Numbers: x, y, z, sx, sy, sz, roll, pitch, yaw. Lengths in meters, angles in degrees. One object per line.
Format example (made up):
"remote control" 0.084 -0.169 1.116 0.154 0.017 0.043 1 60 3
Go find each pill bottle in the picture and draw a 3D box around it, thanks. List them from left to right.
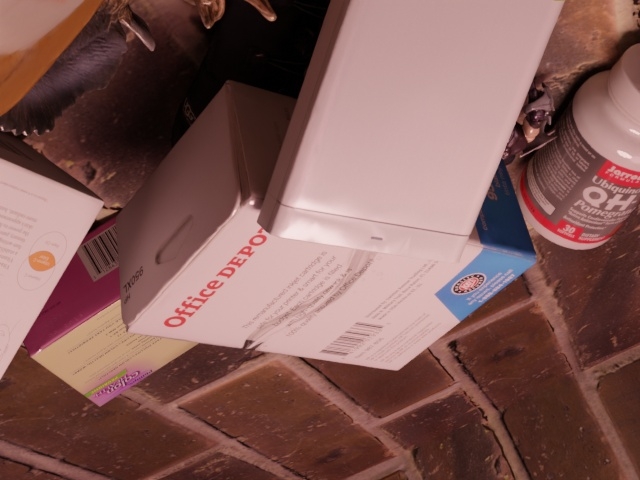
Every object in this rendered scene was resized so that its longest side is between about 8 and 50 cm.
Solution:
"pill bottle" 0.429 -0.139 1.689 0.176 0.176 0.318 -10 151 -24

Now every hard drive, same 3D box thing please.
"hard drive" 0.099 -0.155 1.102 0.233 0.047 0.353 9 110 -32

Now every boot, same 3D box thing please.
"boot" 0.055 -0.249 1.263 0.367 0.146 0.445 -8 146 -30

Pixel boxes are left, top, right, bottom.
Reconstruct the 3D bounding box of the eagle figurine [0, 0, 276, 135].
"eagle figurine" -0.229 -0.232 0.986 0.298 0.226 0.225 -27 121 -28

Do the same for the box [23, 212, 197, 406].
"box" -0.289 0.099 1.607 0.214 0.117 0.243 -33 153 -3

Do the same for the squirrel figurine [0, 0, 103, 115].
"squirrel figurine" -0.263 -0.309 0.720 0.397 0.370 0.281 -45 174 -34

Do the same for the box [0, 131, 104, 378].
"box" -0.429 0.042 1.215 0.345 0.168 0.215 -59 147 3

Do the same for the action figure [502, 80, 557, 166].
"action figure" 0.233 -0.172 1.577 0.185 0.099 0.285 -32 156 4

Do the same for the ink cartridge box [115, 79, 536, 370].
"ink cartridge box" 0.000 0.000 1.331 0.395 0.166 0.285 12 141 -33
